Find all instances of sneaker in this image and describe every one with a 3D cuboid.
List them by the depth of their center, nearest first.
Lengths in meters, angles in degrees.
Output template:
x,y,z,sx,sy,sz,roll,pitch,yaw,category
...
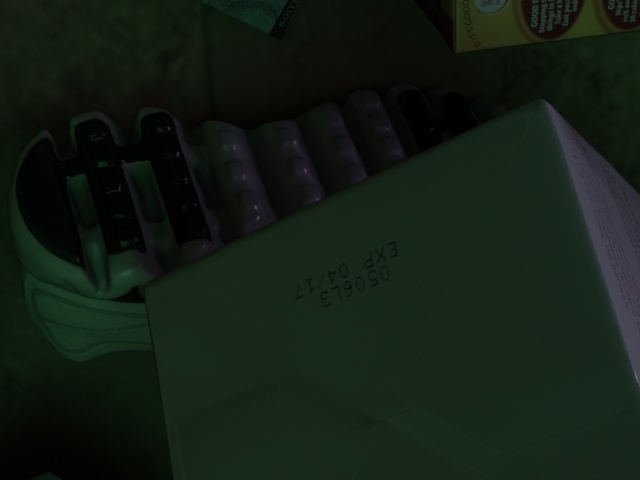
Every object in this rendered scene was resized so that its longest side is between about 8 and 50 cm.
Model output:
x,y,z,sx,sy,sz,roll,pitch,yaw,category
0.000,0.000,0.616,0.292,0.110,0.118,-2,142,-16,sneaker

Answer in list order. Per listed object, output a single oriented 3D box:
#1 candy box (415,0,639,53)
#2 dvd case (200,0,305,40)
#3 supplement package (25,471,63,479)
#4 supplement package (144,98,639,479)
x,y,z,sx,sy,sz,roll,pitch,yaw,category
0.129,-0.132,0.552,0.186,0.109,0.053,-10,123,-9,candy box
-0.047,-0.147,0.555,0.119,0.013,0.087,23,113,-26,dvd case
-0.142,0.249,0.653,0.194,0.149,0.203,-25,128,33,supplement package
0.093,0.098,0.545,0.177,0.175,0.293,-25,153,23,supplement package
